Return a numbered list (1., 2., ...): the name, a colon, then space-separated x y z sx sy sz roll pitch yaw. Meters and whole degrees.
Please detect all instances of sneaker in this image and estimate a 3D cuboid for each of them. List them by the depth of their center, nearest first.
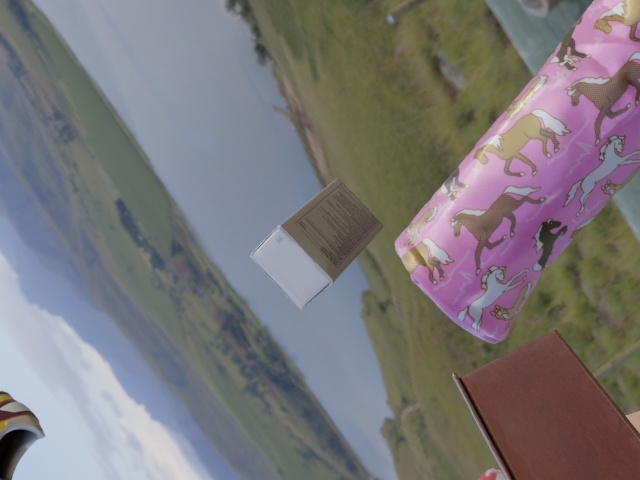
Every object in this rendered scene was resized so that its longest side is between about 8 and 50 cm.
1. sneaker: -0.367 0.240 0.817 0.083 0.185 0.070 25 154 34

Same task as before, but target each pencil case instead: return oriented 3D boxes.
1. pencil case: 0.244 -0.082 0.815 0.160 0.386 0.167 39 -165 4

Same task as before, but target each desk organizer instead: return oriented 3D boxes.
1. desk organizer: 0.099 0.091 0.307 0.047 0.050 0.130 61 -175 -24

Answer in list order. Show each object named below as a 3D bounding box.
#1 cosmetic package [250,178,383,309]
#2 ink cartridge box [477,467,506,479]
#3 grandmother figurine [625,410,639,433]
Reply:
1. cosmetic package: 0.000 0.000 0.638 0.060 0.041 0.115 47 -147 1
2. ink cartridge box: 0.080 0.331 0.528 0.131 0.226 0.306 25 133 4
3. grandmother figurine: 0.373 0.171 0.690 0.104 0.342 0.208 111 140 -65
